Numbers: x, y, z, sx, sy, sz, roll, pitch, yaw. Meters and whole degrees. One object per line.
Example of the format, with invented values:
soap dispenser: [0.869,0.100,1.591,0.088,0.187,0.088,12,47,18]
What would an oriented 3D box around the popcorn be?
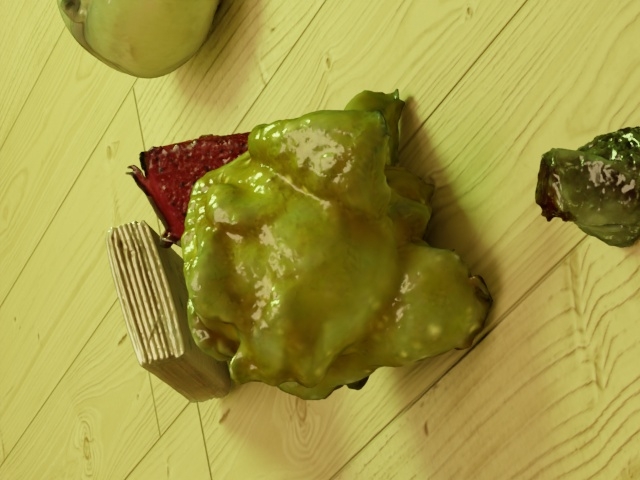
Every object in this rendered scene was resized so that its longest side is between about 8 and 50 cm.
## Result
popcorn: [-0.007,-0.008,1.921,0.325,0.290,0.321,98,157,-57]

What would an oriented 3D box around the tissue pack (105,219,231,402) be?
tissue pack: [-0.180,0.093,2.289,0.325,0.071,0.170,59,-165,-76]

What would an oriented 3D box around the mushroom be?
mushroom: [-0.292,-0.355,2.441,0.314,0.336,0.314,176,90,-70]

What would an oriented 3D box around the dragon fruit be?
dragon fruit: [-0.072,-0.043,2.161,0.126,0.274,0.161,-24,-69,-73]

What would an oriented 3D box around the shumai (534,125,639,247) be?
shumai: [0.236,-0.050,1.646,0.124,0.087,0.099,-44,49,52]
